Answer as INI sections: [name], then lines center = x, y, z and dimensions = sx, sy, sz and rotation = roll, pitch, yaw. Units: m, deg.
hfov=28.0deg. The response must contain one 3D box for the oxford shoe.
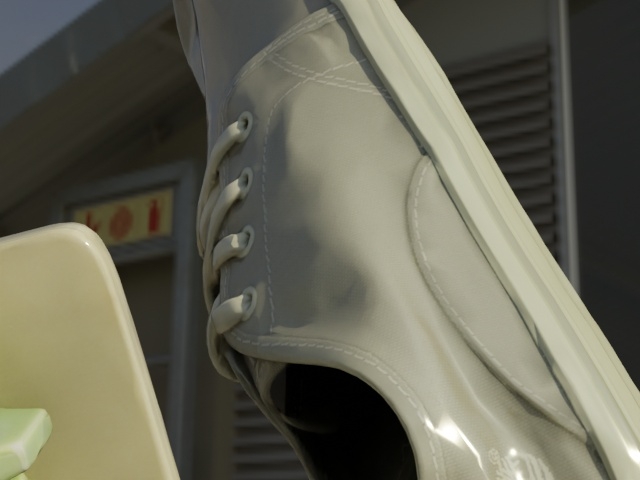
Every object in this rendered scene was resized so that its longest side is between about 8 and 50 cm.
[oxford shoe]
center = 0.000, 0.000, 0.580
dimensions = 0.130, 0.449, 0.169
rotation = -17, -38, -16

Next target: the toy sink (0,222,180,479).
[toy sink]
center = -0.168, 0.103, 0.396
dimensions = 0.234, 0.153, 0.131
rotation = -14, 12, 3
